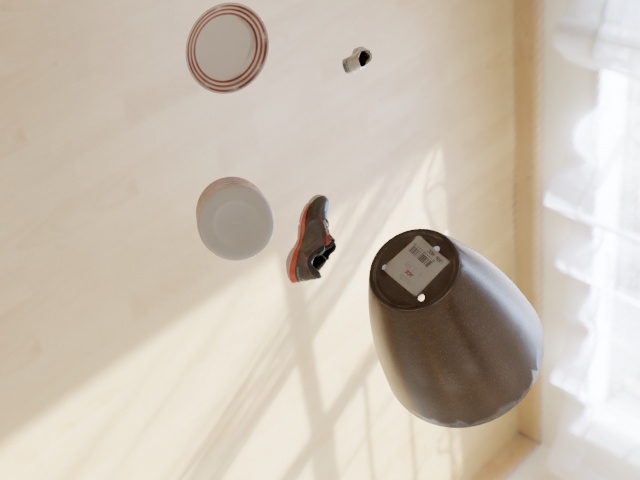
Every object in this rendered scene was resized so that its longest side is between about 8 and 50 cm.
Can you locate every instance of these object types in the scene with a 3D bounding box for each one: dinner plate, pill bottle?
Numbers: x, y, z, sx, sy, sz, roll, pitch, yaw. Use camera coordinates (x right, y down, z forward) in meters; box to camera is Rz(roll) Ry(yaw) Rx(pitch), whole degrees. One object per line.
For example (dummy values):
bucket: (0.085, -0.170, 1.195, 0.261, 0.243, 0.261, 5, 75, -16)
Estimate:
dinner plate: (-0.144, -0.295, 1.504, 0.141, 0.017, 0.141, -14, 118, -27)
pill bottle: (-0.101, -0.030, 1.132, 0.086, 0.152, 0.086, -1, 99, -8)

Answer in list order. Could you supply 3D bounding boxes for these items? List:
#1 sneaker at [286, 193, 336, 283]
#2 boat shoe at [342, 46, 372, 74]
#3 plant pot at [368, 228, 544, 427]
sneaker: (0.000, 0.000, 1.484, 0.061, 0.064, 0.158, 58, 41, -50)
boat shoe: (0.067, -0.294, 1.581, 0.100, 0.035, 0.035, -43, 117, -60)
plant pot: (0.145, 0.086, 1.194, 0.215, 0.215, 0.230, -54, 145, -14)
